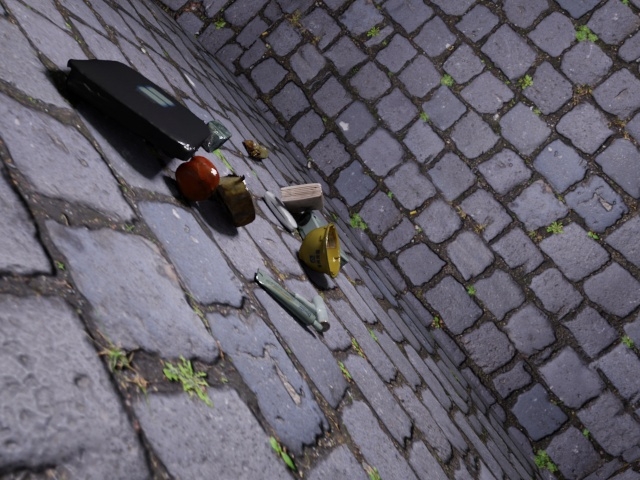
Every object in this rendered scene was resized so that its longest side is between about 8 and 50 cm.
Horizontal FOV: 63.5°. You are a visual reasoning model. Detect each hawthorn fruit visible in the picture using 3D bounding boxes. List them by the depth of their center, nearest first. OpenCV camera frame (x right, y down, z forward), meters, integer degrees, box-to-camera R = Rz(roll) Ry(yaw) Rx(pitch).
[{"bbox_3d":[-0.333,-0.169,1.406,0.128,0.128,0.128,48,11,-12],"label":"hawthorn fruit"}]

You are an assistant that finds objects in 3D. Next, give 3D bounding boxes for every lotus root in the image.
[{"bbox_3d":[-0.257,-0.121,1.535,0.170,0.075,0.261,65,-16,-9],"label":"lotus root"}]

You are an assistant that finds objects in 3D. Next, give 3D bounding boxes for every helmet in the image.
[{"bbox_3d":[-0.010,0.043,1.970,0.257,0.140,0.205,-57,139,-66],"label":"helmet"}]

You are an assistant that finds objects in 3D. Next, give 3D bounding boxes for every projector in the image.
[{"bbox_3d":[0.000,0.000,2.268,0.192,0.099,0.256,42,14,-41],"label":"projector"}]

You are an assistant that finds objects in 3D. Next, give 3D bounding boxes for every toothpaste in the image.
[{"bbox_3d":[-0.088,0.173,1.467,0.255,0.037,0.067,44,18,-16],"label":"toothpaste"}]

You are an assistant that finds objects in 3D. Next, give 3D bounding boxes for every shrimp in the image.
[{"bbox_3d":[-0.328,-0.455,2.591,0.145,0.061,0.267,39,16,-12],"label":"shrimp"}]

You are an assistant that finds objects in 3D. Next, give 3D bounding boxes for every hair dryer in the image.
[{"bbox_3d":[-0.048,0.184,1.594,0.183,0.044,0.155,43,10,-22],"label":"hair dryer"}]

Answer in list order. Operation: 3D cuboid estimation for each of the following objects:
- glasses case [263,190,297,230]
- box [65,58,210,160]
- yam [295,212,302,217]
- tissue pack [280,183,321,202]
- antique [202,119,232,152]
[{"bbox_3d":[-0.165,-0.122,2.127,0.197,0.049,0.076,52,8,10],"label":"glasses case"},{"bbox_3d":[-0.477,-0.356,1.400,0.359,0.091,0.350,34,16,-13],"label":"box"},{"bbox_3d":[-0.123,-0.147,2.442,0.145,0.032,0.032,48,11,-8],"label":"yam"},{"bbox_3d":[-0.073,-0.181,2.237,0.325,0.170,0.071,63,21,-84],"label":"tissue pack"},{"bbox_3d":[-0.410,-0.401,1.981,0.088,0.086,0.183,47,11,-12],"label":"antique"}]
